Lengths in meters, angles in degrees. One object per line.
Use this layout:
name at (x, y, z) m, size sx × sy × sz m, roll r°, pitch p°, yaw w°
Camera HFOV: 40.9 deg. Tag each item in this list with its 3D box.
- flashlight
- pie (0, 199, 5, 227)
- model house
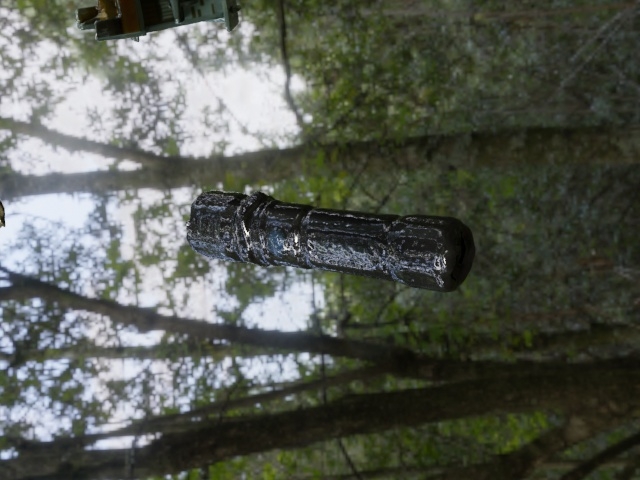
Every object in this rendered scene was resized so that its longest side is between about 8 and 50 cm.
flashlight at (0.000, 0.000, 1.090) m, size 0.103 × 0.423 × 0.103 m, roll -13°, pitch -74°, yaw -50°
pie at (-0.434, -0.113, 0.805) m, size 0.337 × 0.075 × 0.337 m, roll 44°, pitch 173°, yaw 7°
model house at (-0.226, -0.384, 1.140) m, size 0.198 × 0.215 × 0.224 m, roll -145°, pitch 42°, yaw -59°
